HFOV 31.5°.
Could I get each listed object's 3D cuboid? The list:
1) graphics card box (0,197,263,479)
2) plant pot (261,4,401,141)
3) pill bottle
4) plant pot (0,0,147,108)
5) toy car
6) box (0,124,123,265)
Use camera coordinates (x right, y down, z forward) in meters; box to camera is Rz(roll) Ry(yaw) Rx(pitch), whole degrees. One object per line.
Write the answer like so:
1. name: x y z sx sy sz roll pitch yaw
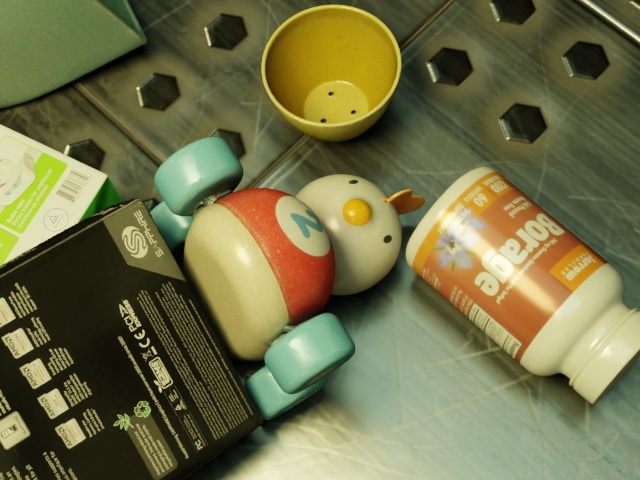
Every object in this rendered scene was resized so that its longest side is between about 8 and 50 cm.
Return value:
1. graphics card box: -0.256 0.150 0.927 0.371 0.094 0.233 -33 100 -24
2. plant pot: 0.014 -0.151 1.128 0.134 0.095 0.134 -2 67 4
3. pill bottle: 0.192 0.042 1.022 0.216 0.121 0.121 41 76 18
4. plant pot: -0.373 -0.265 1.135 0.252 0.248 0.247 -33 68 10
5. toy car: 0.000 0.000 1.024 0.238 0.210 0.219 -29 79 -21
6. box: -0.347 0.021 1.068 0.231 0.127 0.262 24 72 14
